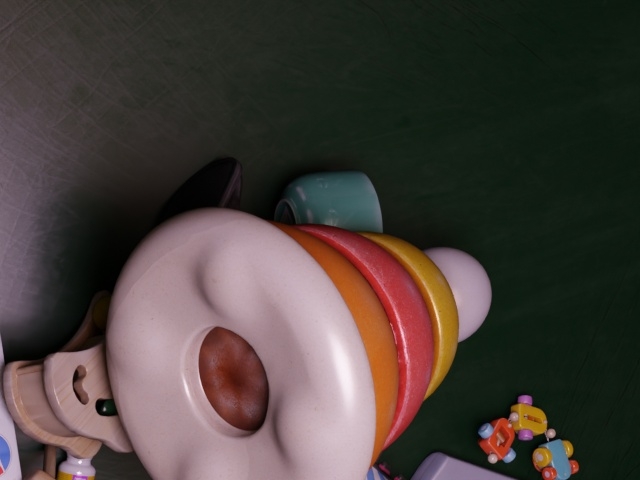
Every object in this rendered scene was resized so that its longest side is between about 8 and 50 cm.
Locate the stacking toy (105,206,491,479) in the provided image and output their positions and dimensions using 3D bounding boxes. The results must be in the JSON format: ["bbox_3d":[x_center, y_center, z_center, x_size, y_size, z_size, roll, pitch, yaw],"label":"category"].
[{"bbox_3d":[0.040,0.097,1.763,0.480,0.351,0.350,-18,103,-47],"label":"stacking toy"}]

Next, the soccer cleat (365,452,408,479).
[{"bbox_3d":[0.050,0.327,1.916,0.143,0.116,0.331,-48,123,-7],"label":"soccer cleat"}]

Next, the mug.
[{"bbox_3d":[0.003,-0.004,1.922,0.097,0.129,0.157,-5,96,-24],"label":"mug"}]

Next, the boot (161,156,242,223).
[{"bbox_3d":[-0.091,0.060,1.908,0.229,0.091,0.263,40,53,-39],"label":"boot"}]

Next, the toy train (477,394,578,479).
[{"bbox_3d":[0.262,0.275,2.095,0.166,0.046,0.125,45,49,-20],"label":"toy train"}]

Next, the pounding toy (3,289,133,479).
[{"bbox_3d":[-0.286,0.163,1.796,0.154,0.155,0.269,53,42,-30],"label":"pounding toy"}]

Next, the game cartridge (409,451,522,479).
[{"bbox_3d":[0.160,0.428,2.073,0.196,0.060,0.294,23,84,-28],"label":"game cartridge"}]

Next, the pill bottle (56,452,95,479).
[{"bbox_3d":[-0.283,0.281,1.860,0.043,0.043,0.083,10,90,-25],"label":"pill bottle"}]

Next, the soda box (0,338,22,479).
[{"bbox_3d":[-0.379,0.201,1.765,0.074,0.069,0.216,-6,82,-29],"label":"soda box"}]
